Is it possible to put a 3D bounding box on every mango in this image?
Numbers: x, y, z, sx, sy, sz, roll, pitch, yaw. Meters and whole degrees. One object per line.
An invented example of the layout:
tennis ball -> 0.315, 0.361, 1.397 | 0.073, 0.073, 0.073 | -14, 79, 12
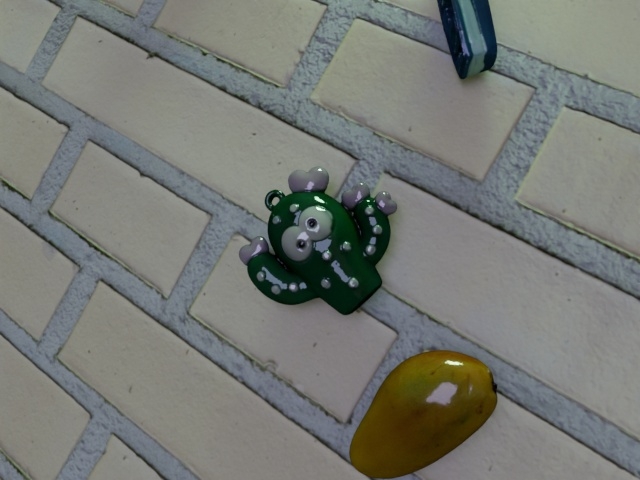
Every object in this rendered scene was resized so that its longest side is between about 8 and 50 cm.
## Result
mango -> 0.139, 0.253, 0.836 | 0.253, 0.113, 0.139 | -42, 74, 15

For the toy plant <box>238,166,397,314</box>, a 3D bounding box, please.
toy plant -> -0.004, 0.003, 0.928 | 0.243, 0.112, 0.233 | 22, 90, 15

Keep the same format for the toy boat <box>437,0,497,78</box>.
toy boat -> 0.226, -0.411, 0.935 | 0.061, 0.096, 0.300 | -11, 75, 6
